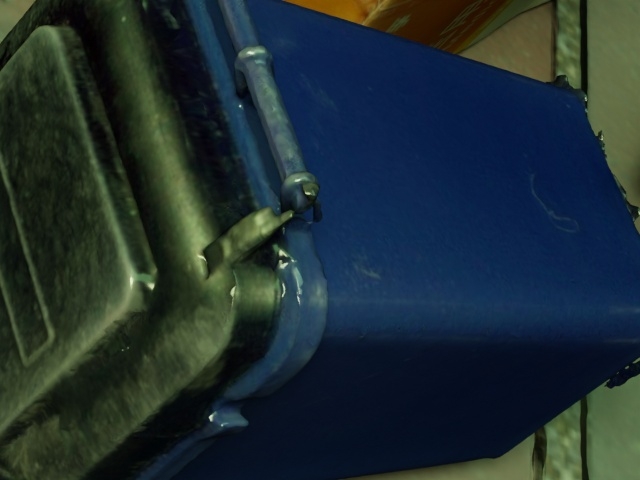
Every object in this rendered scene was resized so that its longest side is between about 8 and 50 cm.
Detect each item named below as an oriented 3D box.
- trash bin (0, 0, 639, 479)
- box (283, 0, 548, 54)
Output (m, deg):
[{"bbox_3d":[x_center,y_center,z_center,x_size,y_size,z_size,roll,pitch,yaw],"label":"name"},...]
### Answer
[{"bbox_3d":[0.000,0.000,0.656,0.234,0.184,0.163,5,55,-41],"label":"trash bin"},{"bbox_3d":[0.074,-0.192,0.825,0.143,0.225,0.341,52,42,7],"label":"box"}]
